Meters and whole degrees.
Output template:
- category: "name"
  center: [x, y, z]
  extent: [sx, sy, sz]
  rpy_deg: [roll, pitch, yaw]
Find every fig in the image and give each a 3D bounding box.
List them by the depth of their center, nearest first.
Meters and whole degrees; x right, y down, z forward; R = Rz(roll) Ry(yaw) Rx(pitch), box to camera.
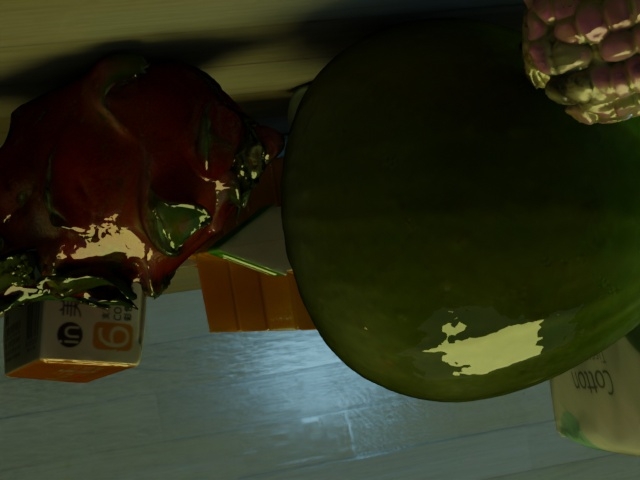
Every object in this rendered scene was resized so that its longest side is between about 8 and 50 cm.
- category: "fig"
  center: [0.130, -0.021, 1.071]
  extent: [0.316, 0.316, 0.316]
  rpy_deg: [-9, 174, -1]

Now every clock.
- category: "clock"
  center: [0.000, 0.000, 1.374]
  extent: [0.309, 0.166, 0.235]
  rpy_deg: [-8, 179, -23]

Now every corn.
- category: "corn"
  center: [0.284, -0.168, 0.882]
  extent: [0.335, 0.126, 0.126]
  rpy_deg: [-17, 172, 21]

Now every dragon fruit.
- category: "dragon fruit"
  center: [-0.163, -0.021, 1.068]
  extent: [0.200, 0.269, 0.198]
  rpy_deg: [24, 163, 33]

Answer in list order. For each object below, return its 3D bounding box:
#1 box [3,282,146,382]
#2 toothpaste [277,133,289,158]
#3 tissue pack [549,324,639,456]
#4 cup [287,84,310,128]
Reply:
- category: "box"
  center: [-0.225, 0.015, 1.289]
  extent: [0.091, 0.220, 0.274]
  rpy_deg: [5, 172, -19]
- category: "toothpaste"
  center: [-0.032, -0.093, 1.473]
  extent: [0.216, 0.037, 0.062]
  rpy_deg: [-12, 175, -14]
- category: "tissue pack"
  center: [0.377, 0.088, 1.238]
  extent: [0.266, 0.194, 0.356]
  rpy_deg: [-9, 177, -13]
- category: "cup"
  center: [0.023, -0.114, 1.263]
  extent: [0.075, 0.054, 0.083]
  rpy_deg: [-13, 171, 43]
